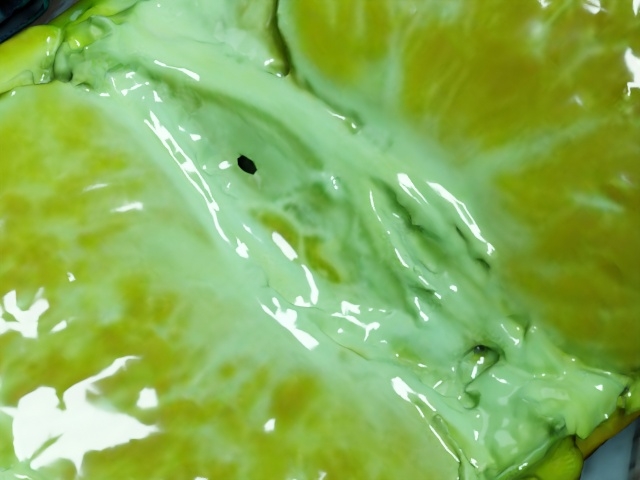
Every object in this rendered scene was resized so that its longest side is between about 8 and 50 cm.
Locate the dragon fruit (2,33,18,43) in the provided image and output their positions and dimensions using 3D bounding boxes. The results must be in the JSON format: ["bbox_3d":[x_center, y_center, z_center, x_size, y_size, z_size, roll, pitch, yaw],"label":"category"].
[{"bbox_3d":[-0.159,-0.030,0.814,0.094,0.094,0.190,4,53,55],"label":"dragon fruit"}]

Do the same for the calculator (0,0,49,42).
[{"bbox_3d":[-0.311,-0.182,1.319,0.248,0.058,0.274,-30,24,13],"label":"calculator"}]

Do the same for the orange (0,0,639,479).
[{"bbox_3d":[-0.003,0.002,0.438,0.237,0.179,0.158,-44,3,-14],"label":"orange"}]
